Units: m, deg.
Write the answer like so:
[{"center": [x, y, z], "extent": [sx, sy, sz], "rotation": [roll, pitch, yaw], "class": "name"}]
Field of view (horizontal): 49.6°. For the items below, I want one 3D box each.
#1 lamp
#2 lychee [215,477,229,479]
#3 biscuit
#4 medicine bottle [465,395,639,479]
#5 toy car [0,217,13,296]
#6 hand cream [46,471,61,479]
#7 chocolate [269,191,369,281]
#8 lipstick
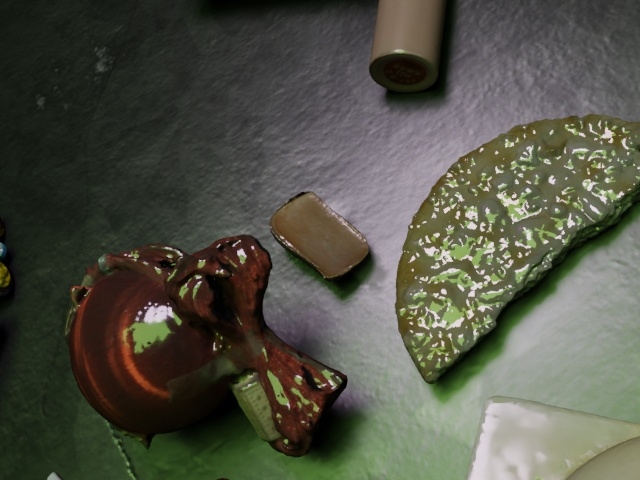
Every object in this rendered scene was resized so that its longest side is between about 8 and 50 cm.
[{"center": [-0.118, 0.101, 0.591], "extent": [0.223, 0.215, 0.151], "rotation": [-13, 23, 50], "class": "lamp"}, {"center": [-0.090, 0.296, 0.441], "extent": [0.300, 0.264, 0.264], "rotation": [-35, 58, -18], "class": "lychee"}, {"center": [0.157, -0.017, 0.605], "extent": [0.290, 0.038, 0.141], "rotation": [-43, 59, -3], "class": "biscuit"}, {"center": [0.260, 0.223, 0.343], "extent": [0.407, 0.235, 0.235], "rotation": [9, 71, 24], "class": "medicine bottle"}, {"center": [-0.430, 0.013, 0.785], "extent": [0.126, 0.098, 0.161], "rotation": [-20, 64, 10], "class": "toy car"}, {"center": [-0.303, 0.323, 0.640], "extent": [0.052, 0.038, 0.216], "rotation": [36, 79, 2], "class": "hand cream"}, {"center": [0.000, 0.000, 0.663], "extent": [0.064, 0.031, 0.101], "rotation": [-41, 62, -20], "class": "chocolate"}, {"center": [0.101, -0.281, 0.724], "extent": [0.070, 0.070, 0.254], "rotation": [1, 68, 22], "class": "lipstick"}]
